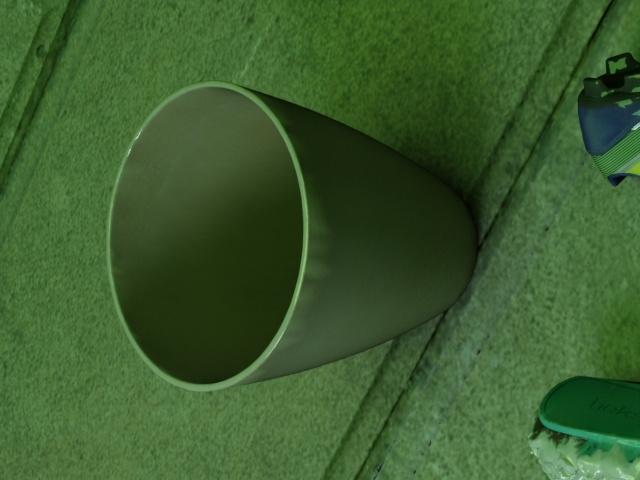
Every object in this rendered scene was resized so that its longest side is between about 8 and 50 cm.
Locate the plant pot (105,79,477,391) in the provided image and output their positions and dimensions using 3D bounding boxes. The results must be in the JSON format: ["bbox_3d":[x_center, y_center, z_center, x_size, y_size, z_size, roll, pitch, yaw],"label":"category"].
[{"bbox_3d":[0.000,0.000,1.736,0.256,0.274,0.256,-3,86,46],"label":"plant pot"}]

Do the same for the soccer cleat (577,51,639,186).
[{"bbox_3d":[0.332,-0.087,1.551,0.289,0.093,0.121,3,120,42],"label":"soccer cleat"}]

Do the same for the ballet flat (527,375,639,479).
[{"bbox_3d":[0.336,0.190,1.507,0.409,0.147,0.147,9,94,49],"label":"ballet flat"}]
